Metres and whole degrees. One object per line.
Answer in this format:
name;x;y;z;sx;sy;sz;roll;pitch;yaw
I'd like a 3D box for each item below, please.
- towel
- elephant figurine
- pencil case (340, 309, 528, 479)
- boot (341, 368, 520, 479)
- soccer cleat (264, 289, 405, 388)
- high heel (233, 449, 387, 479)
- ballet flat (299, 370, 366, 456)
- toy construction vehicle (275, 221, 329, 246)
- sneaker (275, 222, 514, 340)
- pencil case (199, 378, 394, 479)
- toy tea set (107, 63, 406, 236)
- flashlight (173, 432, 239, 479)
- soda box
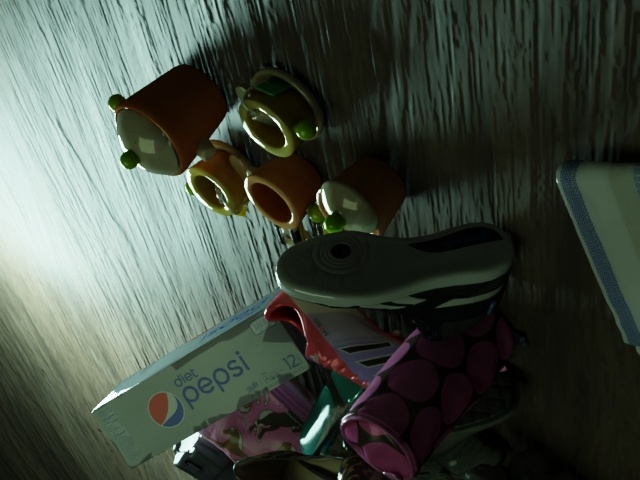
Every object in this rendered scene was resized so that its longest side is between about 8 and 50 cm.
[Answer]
towel;0.323;0.024;0.937;0.285;0.034;0.209;5;133;48
elephant figurine;0.207;0.357;1.424;0.169;0.186;0.239;62;150;25
pencil case;0.110;0.145;1.214;0.095;0.209;0.098;5;125;43
boot;0.158;0.210;1.402;0.161;0.084;0.246;30;142;-33
soccer cleat;0.039;0.123;1.349;0.248;0.095;0.083;45;161;36
high heel;-0.020;0.277;1.407;0.186;0.093;0.261;9;169;5
ballet flat;0.047;0.184;1.498;0.241;0.077;0.091;120;144;-43
toy construction vehicle;0.000;0.000;1.352;0.085;0.035;0.098;15;142;31
sneaker;0.069;0.053;1.161;0.216;0.079;0.121;-5;142;-1
pencil case;-0.008;0.288;1.656;0.386;0.160;0.167;43;-174;-2
toy tea set;-0.077;-0.067;1.244;0.336;0.124;0.200;10;139;48
flashlight;-0.063;0.338;1.788;0.304;0.103;0.103;37;-169;-22
soda box;-0.133;0.163;1.514;0.286;0.098;0.091;-31;97;22
